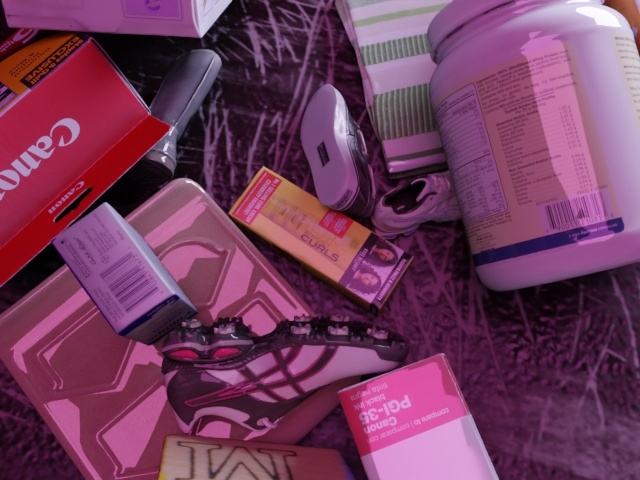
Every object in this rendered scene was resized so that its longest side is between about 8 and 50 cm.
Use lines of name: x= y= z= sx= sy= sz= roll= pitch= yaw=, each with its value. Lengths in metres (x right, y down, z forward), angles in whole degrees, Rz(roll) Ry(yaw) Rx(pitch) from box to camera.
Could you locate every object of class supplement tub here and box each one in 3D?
supplement tub: x=0.261 y=-0.121 z=0.748 sx=0.236 sy=0.235 sz=0.324 roll=-14 pitch=84 yaw=-2

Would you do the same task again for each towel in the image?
towel: x=0.172 y=-0.255 z=0.933 sx=0.248 sy=0.038 sz=0.324 roll=-12 pitch=70 yaw=-3

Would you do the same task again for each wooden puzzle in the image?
wooden puzzle: x=-0.176 y=0.144 z=0.794 sx=0.322 sy=0.080 sz=0.348 roll=-40 pitch=79 yaw=-10

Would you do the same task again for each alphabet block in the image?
alphabet block: x=-0.072 y=0.314 z=0.626 sx=0.197 sy=0.193 sz=0.192 roll=9 pitch=89 yaw=-10

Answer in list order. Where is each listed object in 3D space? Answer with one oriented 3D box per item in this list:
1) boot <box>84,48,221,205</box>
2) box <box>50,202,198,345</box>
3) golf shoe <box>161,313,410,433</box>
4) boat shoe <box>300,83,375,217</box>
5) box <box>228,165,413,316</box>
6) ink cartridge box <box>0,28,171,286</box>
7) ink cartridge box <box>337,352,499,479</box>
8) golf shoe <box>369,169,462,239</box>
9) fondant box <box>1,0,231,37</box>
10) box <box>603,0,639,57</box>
boot: x=-0.233 y=-0.158 z=0.889 sx=0.190 sy=0.076 sz=0.208 roll=-13 pitch=54 yaw=31
box: x=-0.210 y=0.043 z=0.708 sx=0.072 sy=0.137 sz=0.126 roll=-37 pitch=78 yaw=-9
golf shoe: x=-0.038 y=0.145 z=0.715 sx=0.273 sy=0.105 sz=0.120 roll=-3 pitch=92 yaw=4
boat shoe: x=0.026 y=-0.120 z=0.872 sx=0.078 sy=0.070 sz=0.219 roll=-38 pitch=45 yaw=34
box: x=0.000 y=0.000 z=0.840 sx=0.232 sy=0.058 sz=0.087 roll=33 pitch=77 yaw=13
ink cartridge box: x=-0.382 y=-0.118 z=0.800 sx=0.309 sy=0.130 sz=0.272 roll=-47 pitch=46 yaw=-13
ink cartridge box: x=0.122 y=0.278 z=0.663 sx=0.117 sy=0.207 sz=0.282 roll=-20 pitch=71 yaw=-3
golf shoe: x=0.150 y=-0.059 z=0.841 sx=0.176 sy=0.086 sz=0.069 roll=-26 pitch=70 yaw=-8
fondant box: x=-0.240 y=-0.372 z=0.867 sx=0.239 sy=0.096 sz=0.330 roll=4 pitch=36 yaw=4
box: x=0.426 y=-0.312 z=0.846 sx=0.168 sy=0.215 sz=0.345 roll=-12 pitch=71 yaw=-1
